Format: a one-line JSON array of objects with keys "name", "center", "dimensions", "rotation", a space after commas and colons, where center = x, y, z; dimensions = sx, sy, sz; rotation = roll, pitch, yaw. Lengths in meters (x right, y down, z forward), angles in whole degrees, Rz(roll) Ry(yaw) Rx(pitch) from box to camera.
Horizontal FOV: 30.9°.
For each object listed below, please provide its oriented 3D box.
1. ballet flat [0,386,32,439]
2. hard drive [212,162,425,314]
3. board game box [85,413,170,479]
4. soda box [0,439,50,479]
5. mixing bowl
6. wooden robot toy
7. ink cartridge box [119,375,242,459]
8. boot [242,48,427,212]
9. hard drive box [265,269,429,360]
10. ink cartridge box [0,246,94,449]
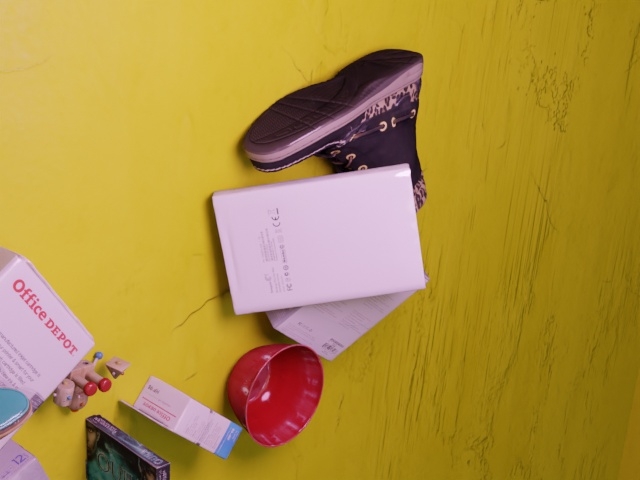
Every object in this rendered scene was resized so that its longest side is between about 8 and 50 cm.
[{"name": "ballet flat", "center": [-0.466, 0.242, 1.413], "dimensions": [0.232, 0.080, 0.073], "rotation": [-16, 146, -38]}, {"name": "hard drive", "center": [0.000, 0.000, 1.824], "dimensions": [0.307, 0.040, 0.203], "rotation": [-8, 110, 3]}, {"name": "board game box", "center": [-0.287, 0.350, 1.721], "dimensions": [0.026, 0.186, 0.126], "rotation": [-16, 117, -41]}, {"name": "soda box", "center": [-0.502, 0.402, 1.582], "dimensions": [0.286, 0.091, 0.098], "rotation": [-42, 134, -28]}, {"name": "mixing bowl", "center": [-0.091, 0.247, 1.961], "dimensions": [0.181, 0.098, 0.181], "rotation": [-22, 121, -42]}, {"name": "wooden robot toy", "center": [-0.356, 0.223, 1.689], "dimensions": [0.173, 0.076, 0.079], "rotation": [-12, 125, -44]}, {"name": "ink cartridge box", "center": [-0.219, 0.274, 1.828], "dimensions": [0.180, 0.104, 0.060], "rotation": [42, 75, -48]}, {"name": "boot", "center": [0.046, -0.129, 1.935], "dimensions": [0.377, 0.138, 0.284], "rotation": [-37, 131, -36]}, {"name": "hard drive box", "center": [0.040, 0.078, 1.964], "dimensions": [0.232, 0.089, 0.181], "rotation": [-39, 140, 12]}, {"name": "ink cartridge box", "center": [-0.459, 0.160, 1.511], "dimensions": [0.273, 0.114, 0.197], "rotation": [-49, 135, -20]}]
